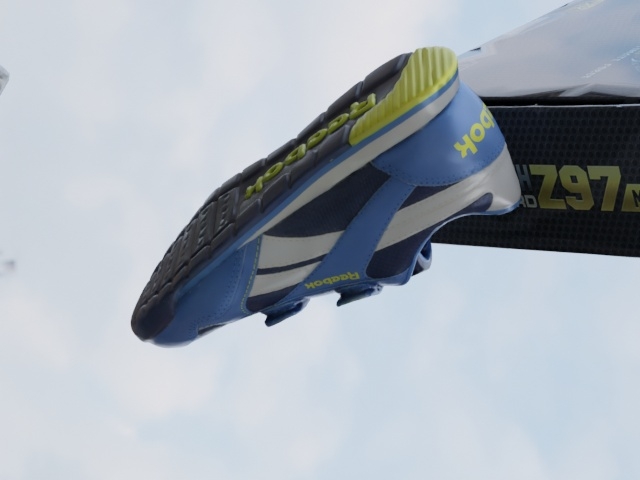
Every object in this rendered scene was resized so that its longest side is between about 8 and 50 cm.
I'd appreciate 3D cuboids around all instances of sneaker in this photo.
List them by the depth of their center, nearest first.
[{"bbox_3d":[0.000,0.000,0.606,0.144,0.059,0.053,-34,-156,24],"label":"sneaker"}]

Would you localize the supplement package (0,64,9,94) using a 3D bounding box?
[{"bbox_3d":[-0.265,-0.041,0.547,0.145,0.262,0.204,6,-117,49],"label":"supplement package"}]

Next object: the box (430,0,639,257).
[{"bbox_3d":[0.158,-0.062,0.676,0.183,0.232,0.059,5,-63,48],"label":"box"}]
